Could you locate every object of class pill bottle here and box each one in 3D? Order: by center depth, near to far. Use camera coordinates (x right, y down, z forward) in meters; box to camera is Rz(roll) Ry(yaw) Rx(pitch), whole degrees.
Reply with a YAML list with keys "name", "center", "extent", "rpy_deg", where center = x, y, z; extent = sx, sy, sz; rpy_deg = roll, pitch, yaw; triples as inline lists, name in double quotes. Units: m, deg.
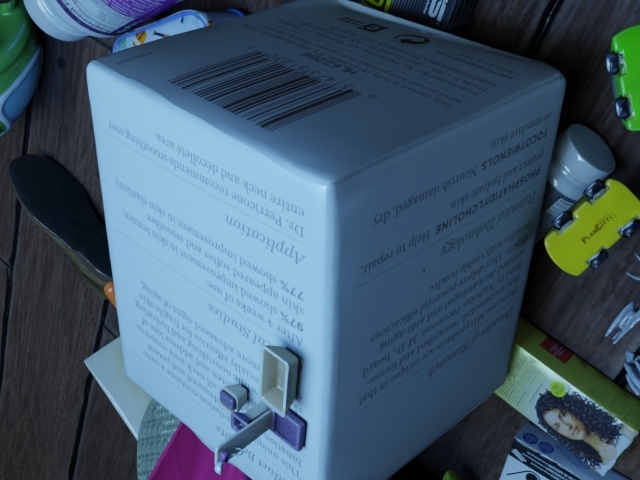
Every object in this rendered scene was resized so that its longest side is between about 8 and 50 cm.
- name: "pill bottle"
  center: [0.244, -0.058, 0.937]
  extent: [0.078, 0.078, 0.137]
  rpy_deg: [51, 132, 10]
- name: "pill bottle"
  center: [-0.271, -0.372, 1.167]
  extent: [0.301, 0.169, 0.169]
  rpy_deg: [-11, 102, 43]

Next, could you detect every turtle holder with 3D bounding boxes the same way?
- name: "turtle holder"
  center: [-0.567, -0.258, 1.390]
  extent: [0.227, 0.243, 0.320]
  rpy_deg: [89, 170, -55]

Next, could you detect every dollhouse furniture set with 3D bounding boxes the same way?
- name: "dollhouse furniture set"
  center: [-0.071, 0.137, 0.738]
  extent: [0.091, 0.081, 0.114]
  rpy_deg: [32, 134, 31]

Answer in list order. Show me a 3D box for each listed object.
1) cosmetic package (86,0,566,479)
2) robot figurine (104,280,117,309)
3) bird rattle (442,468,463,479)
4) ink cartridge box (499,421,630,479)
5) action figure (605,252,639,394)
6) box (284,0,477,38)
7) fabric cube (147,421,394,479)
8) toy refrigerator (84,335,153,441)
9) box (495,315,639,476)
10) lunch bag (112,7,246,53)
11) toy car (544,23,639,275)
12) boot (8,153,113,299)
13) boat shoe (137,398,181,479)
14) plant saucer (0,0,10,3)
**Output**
- name: "cosmetic package"
  center: [0.000, 0.000, 0.906]
  extent: [0.329, 0.327, 0.393]
  rpy_deg: [29, 132, 35]
- name: "robot figurine"
  center: [-0.245, 0.072, 1.372]
  extent: [0.158, 0.128, 0.219]
  rpy_deg: [-14, 99, 43]
- name: "bird rattle"
  center: [0.177, 0.448, 1.151]
  extent: [0.253, 0.207, 0.143]
  rpy_deg: [58, 153, 16]
- name: "ink cartridge box"
  center: [0.324, 0.318, 1.062]
  extent: [0.207, 0.046, 0.097]
  rpy_deg: [28, 126, 28]
- name: "action figure"
  center: [0.411, 0.116, 0.855]
  extent: [0.285, 0.099, 0.185]
  rpy_deg: [48, 118, 4]
- name: "box"
  center: [0.062, -0.265, 1.009]
  extent: [0.216, 0.060, 0.270]
  rpy_deg: [36, 129, 23]
- name: "fabric cube"
  center: [-0.069, 0.362, 1.132]
  extent: [0.259, 0.254, 0.258]
  rpy_deg: [-62, 26, 13]
- name: "toy refrigerator"
  center: [-0.295, 0.299, 1.525]
  extent: [0.269, 0.094, 0.102]
  rpy_deg: [54, 166, 8]
- name: "box"
  center: [0.267, 0.167, 1.034]
  extent: [0.232, 0.058, 0.087]
  rpy_deg: [37, 129, 23]
- name: "lunch bag"
  center: [-0.167, -0.158, 1.202]
  extent: [0.243, 0.115, 0.303]
  rpy_deg: [-5, 99, 40]
- name: "toy car"
  center: [0.320, -0.093, 0.834]
  extent: [0.239, 0.053, 0.225]
  rpy_deg: [-11, 95, 9]
- name: "boot"
  center: [-0.443, -0.019, 1.522]
  extent: [0.305, 0.112, 0.115]
  rpy_deg: [48, 143, 10]
- name: "boat shoe"
  center: [-0.156, 0.254, 1.318]
  extent: [0.187, 0.156, 0.500]
  rpy_deg: [55, 128, 47]
- name: "plant saucer"
  center: [-0.434, -0.462, 1.257]
  extent: [0.278, 0.041, 0.278]
  rpy_deg: [-35, 46, 47]
